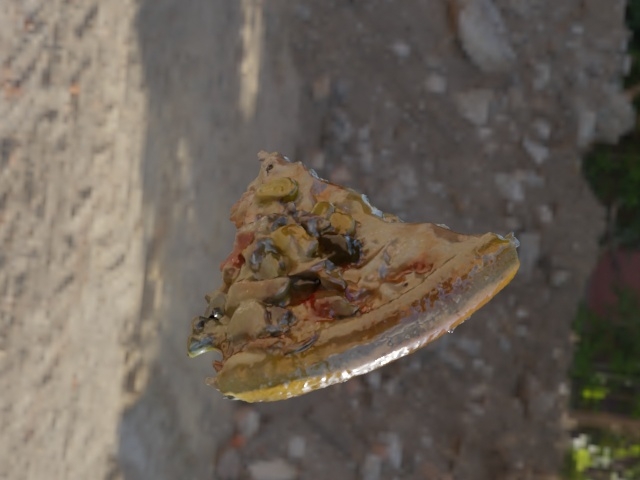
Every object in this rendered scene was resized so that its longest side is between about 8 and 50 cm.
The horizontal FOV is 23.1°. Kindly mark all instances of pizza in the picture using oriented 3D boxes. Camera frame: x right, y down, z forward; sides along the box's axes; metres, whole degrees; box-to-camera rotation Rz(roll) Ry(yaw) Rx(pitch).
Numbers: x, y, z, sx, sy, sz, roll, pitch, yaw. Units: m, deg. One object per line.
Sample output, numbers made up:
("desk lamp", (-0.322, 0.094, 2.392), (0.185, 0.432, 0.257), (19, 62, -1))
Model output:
("pizza", (0.000, 0.000, 0.853), (0.195, 0.185, 0.052), (-125, -165, -51))
